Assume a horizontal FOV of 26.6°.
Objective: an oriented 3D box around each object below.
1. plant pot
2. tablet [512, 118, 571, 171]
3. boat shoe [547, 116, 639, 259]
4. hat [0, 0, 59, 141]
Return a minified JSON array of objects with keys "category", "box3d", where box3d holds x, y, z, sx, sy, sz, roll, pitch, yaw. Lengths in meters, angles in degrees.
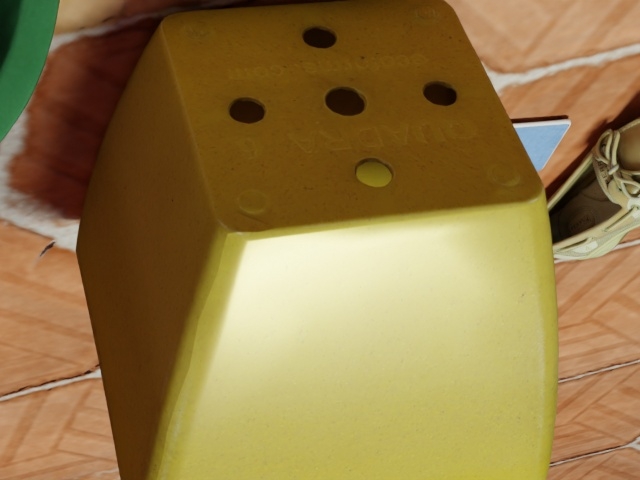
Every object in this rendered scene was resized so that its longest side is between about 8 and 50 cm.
[{"category":"plant pot","box3d":[0.000,0.000,0.657,0.212,0.212,0.187,-6,138,-15]},{"category":"tablet","box3d":[0.102,-0.054,0.798,0.083,0.006,0.054,-6,152,-17]},{"category":"boat shoe","box3d":[0.173,-0.030,0.826,0.048,0.056,0.153,-8,160,-22]},{"category":"hat","box3d":[-0.218,-0.105,0.527,0.173,0.184,0.208,1,108,-40]}]
